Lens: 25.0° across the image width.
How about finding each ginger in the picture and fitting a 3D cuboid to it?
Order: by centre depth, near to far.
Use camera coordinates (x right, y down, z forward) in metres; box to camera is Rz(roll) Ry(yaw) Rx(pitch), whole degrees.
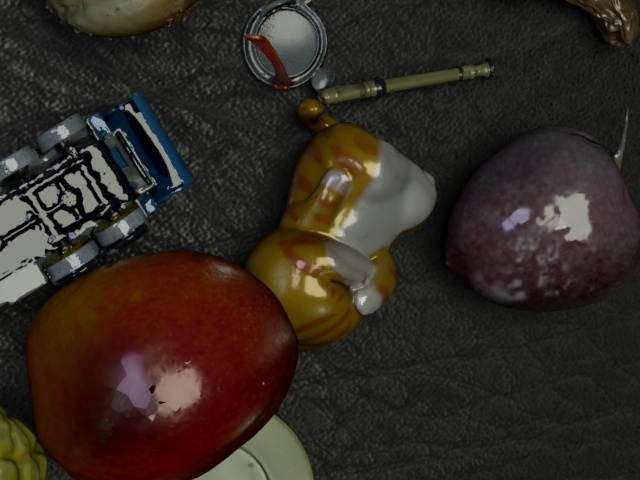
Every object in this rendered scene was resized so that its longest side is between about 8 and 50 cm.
[{"bbox_3d":[0.270,-0.324,1.722,0.290,0.122,0.084,23,115,-19],"label":"ginger"}]

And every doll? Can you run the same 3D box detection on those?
[{"bbox_3d":[0.016,-0.007,1.609,0.167,0.162,0.269,35,73,-40],"label":"doll"}]

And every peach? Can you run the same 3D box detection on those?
[{"bbox_3d":[-0.158,0.139,1.482,0.275,0.245,0.248,-21,116,4],"label":"peach"}]

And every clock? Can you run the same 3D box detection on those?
[{"bbox_3d":[-0.121,0.294,1.633,0.235,0.029,0.235,0,90,-19],"label":"clock"}]

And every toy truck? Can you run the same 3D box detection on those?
[{"bbox_3d":[-0.313,-0.012,1.495,0.367,0.175,0.146,-32,97,-15],"label":"toy truck"}]

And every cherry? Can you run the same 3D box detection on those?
[{"bbox_3d":[0.270,-0.022,1.677,0.266,0.183,0.213,-27,89,0],"label":"cherry"}]

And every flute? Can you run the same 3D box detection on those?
[{"bbox_3d":[0.102,-0.185,1.687,0.233,0.027,0.027,-13,94,-25],"label":"flute"}]

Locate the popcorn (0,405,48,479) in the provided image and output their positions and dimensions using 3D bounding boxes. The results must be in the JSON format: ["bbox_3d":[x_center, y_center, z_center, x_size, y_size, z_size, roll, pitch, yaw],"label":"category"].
[{"bbox_3d":[-0.403,0.275,1.433,0.258,0.224,0.270,-2,131,-46],"label":"popcorn"}]

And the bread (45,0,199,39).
[{"bbox_3d":[-0.182,-0.354,1.493,0.159,0.305,0.305,7,87,-46],"label":"bread"}]

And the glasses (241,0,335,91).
[{"bbox_3d":[-0.020,-0.279,1.545,0.118,0.268,0.234,9,95,-4],"label":"glasses"}]
